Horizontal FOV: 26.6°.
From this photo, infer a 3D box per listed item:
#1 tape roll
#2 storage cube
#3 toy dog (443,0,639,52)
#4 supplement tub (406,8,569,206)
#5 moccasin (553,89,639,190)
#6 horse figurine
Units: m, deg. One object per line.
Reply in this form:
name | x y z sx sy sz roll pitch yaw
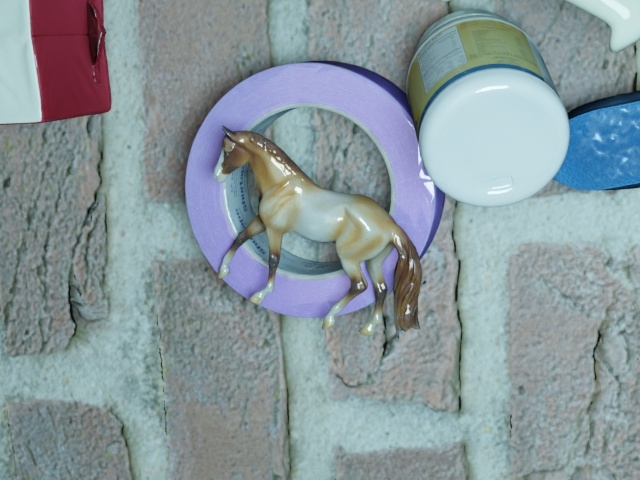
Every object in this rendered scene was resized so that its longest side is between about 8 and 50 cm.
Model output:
tape roll | -0.004 -0.058 1.476 0.275 0.090 0.274 2 100 13
storage cube | -0.357 -0.218 1.477 0.215 0.193 0.183 -1 99 12
toy dog | 0.275 -0.365 1.234 0.408 0.284 0.395 9 93 24
supplement tub | 0.162 -0.138 1.351 0.144 0.199 0.144 -1 121 -2
moccasin | 0.399 -0.126 1.358 0.342 0.117 0.137 0 104 17
horse figurine | 0.000 0.000 1.405 0.263 0.066 0.174 22 109 11
